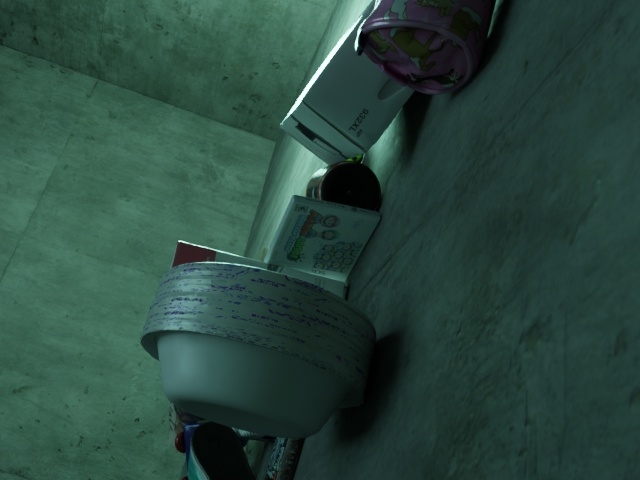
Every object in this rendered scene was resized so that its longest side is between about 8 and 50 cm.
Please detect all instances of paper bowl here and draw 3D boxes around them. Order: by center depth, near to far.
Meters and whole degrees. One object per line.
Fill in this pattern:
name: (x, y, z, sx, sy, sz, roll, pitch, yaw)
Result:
paper bowl: (-0.081, 0.150, 0.898, 0.284, 0.284, 0.148, 129, 157, -64)

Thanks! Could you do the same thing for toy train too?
toy train: (-0.198, 0.485, 1.453, 0.105, 0.143, 0.248, -14, 79, 31)

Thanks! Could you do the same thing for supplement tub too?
supplement tub: (0.032, -0.079, 1.232, 0.198, 0.106, 0.106, -162, 91, -80)

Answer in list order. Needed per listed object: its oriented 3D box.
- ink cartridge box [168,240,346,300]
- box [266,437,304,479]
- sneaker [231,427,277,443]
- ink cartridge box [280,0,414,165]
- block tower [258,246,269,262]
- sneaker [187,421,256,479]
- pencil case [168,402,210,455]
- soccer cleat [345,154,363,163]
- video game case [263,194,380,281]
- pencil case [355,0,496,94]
ink cartridge box: (-0.123, 0.123, 1.199, 0.207, 0.283, 0.117, 123, 159, -58)
box: (-0.050, 0.320, 1.173, 0.094, 0.027, 0.137, 156, 132, -76)
sneaker: (-0.114, 0.301, 1.371, 0.235, 0.094, 0.153, 105, 172, -74)
ink cartridge box: (0.058, -0.254, 1.188, 0.223, 0.129, 0.307, -54, 9, -4)
block tower: (-0.084, 0.073, 1.651, 0.335, 0.097, 0.091, -173, 101, -79)
sneaker: (-0.163, 0.473, 1.217, 0.295, 0.124, 0.178, -117, 28, -49)
pencil case: (-0.225, 0.253, 1.583, 0.160, 0.184, 0.410, 15, 102, 38)
soccer cleat: (0.044, -0.129, 1.406, 0.072, 0.060, 0.178, 122, 161, -59)
video game case: (0.000, 0.000, 1.148, 0.019, 0.143, 0.157, -96, 24, -44)
pencil case: (0.163, -0.389, 0.933, 0.160, 0.167, 0.386, 44, -120, -64)
